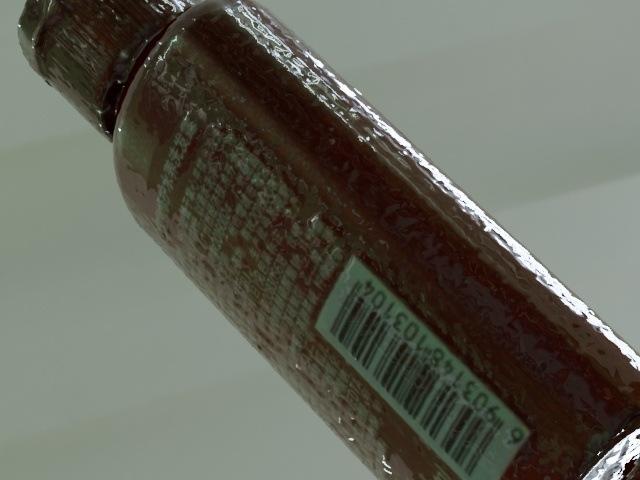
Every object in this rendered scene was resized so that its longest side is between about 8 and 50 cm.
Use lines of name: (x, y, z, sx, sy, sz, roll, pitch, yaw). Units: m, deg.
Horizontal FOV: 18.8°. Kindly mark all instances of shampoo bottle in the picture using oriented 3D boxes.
shampoo bottle: (0.001, 0.000, 0.734, 0.076, 0.314, 0.118, -26, -33, -32)
